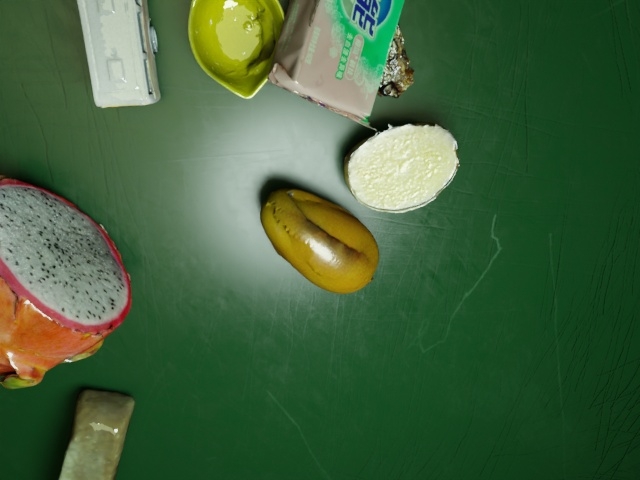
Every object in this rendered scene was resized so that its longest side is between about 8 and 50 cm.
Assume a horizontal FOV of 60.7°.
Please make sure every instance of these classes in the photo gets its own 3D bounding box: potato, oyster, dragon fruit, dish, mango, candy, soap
[{"bbox_3d":[0.136,-0.139,0.957,0.200,0.081,0.164,-17,118,-2],"label":"potato"},{"bbox_3d":[0.114,-0.308,0.925,0.086,0.029,0.132,-32,110,1],"label":"oyster"},{"bbox_3d":[-0.463,0.078,0.815,0.225,0.305,0.305,-37,110,11],"label":"dragon fruit"},{"bbox_3d":[-0.130,-0.328,0.848,0.148,0.080,0.208,-7,110,-9],"label":"dish"},{"bbox_3d":[0.000,0.000,0.931,0.236,0.166,0.136,34,94,-19],"label":"mango"},{"bbox_3d":[-0.420,0.392,1.008,0.104,0.102,0.234,14,106,-14],"label":"candy"},{"bbox_3d":[0.035,-0.332,0.832,0.217,0.098,0.274,14,95,-42],"label":"soap"}]

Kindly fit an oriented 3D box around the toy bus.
[{"bbox_3d":[-0.300,-0.365,0.775,0.097,0.138,0.343,-5,110,-6],"label":"toy bus"}]
